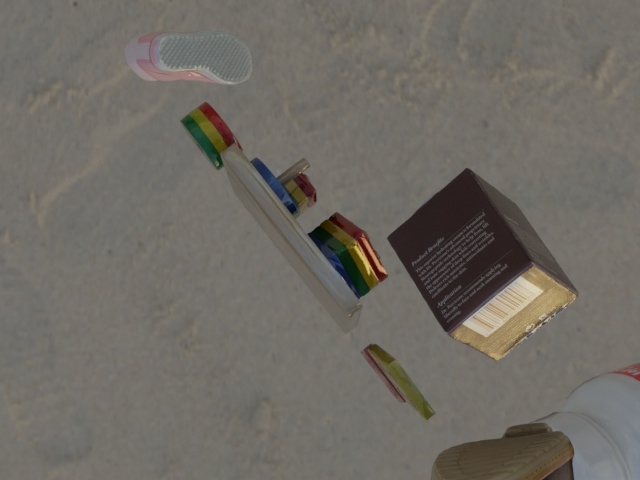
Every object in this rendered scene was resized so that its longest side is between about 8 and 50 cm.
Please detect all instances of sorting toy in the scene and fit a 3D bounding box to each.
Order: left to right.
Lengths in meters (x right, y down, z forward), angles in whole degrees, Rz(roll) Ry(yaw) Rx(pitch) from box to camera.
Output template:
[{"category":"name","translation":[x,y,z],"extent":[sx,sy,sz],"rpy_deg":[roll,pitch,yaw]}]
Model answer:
[{"category":"sorting toy","translation":[0.000,0.000,0.847],"extent":[0.046,0.274,0.132],"rpy_deg":[-37,172,-5]}]

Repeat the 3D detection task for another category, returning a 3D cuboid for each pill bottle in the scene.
[{"category":"pill bottle","translation":[0.350,0.205,1.262],"extent":[0.318,0.176,0.176],"rpy_deg":[-13,134,-30]}]

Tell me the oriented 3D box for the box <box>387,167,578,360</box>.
[{"category":"box","translation":[0.242,0.038,1.874],"extent":[0.168,0.203,0.167],"rpy_deg":[-41,143,17]}]

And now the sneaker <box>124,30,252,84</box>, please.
[{"category":"sneaker","translation":[-0.132,-0.179,1.226],"extent":[0.134,0.070,0.051],"rpy_deg":[-2,94,-49]}]

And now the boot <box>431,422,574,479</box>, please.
[{"category":"boot","translation":[0.147,0.237,0.861],"extent":[0.090,0.207,0.248],"rpy_deg":[-10,174,19]}]
